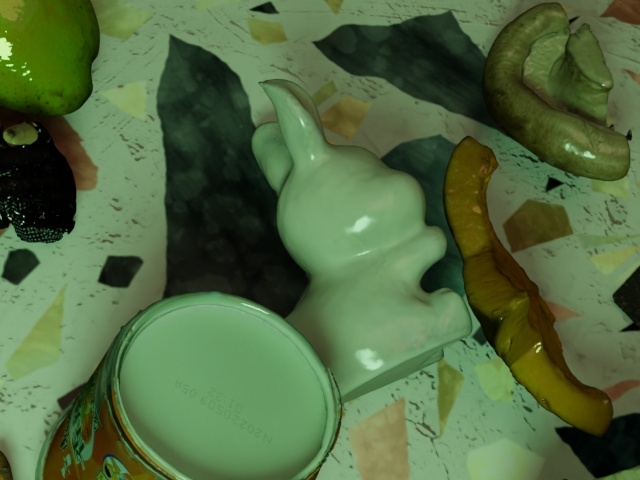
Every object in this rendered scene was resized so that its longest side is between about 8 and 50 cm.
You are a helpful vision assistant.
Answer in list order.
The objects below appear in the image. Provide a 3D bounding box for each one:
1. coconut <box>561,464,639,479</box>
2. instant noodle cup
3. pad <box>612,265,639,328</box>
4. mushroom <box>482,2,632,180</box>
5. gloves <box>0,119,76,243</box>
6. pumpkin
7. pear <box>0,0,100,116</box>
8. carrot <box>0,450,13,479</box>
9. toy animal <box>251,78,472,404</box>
[{"bbox_3d":[0.400,0.400,1.117,0.404,0.404,0.404,6,67,-15],"label":"coconut"},{"bbox_3d":[-0.120,0.203,1.088,0.296,0.214,0.296,14,48,-16],"label":"instant noodle cup"},{"bbox_3d":[0.566,0.134,1.483,0.220,0.004,0.330,-40,84,-27],"label":"pad"},{"bbox_3d":[0.300,-0.190,1.461,0.151,0.156,0.286,-11,60,-8],"label":"mushroom"},{"bbox_3d":[-0.320,-0.077,1.197,0.106,0.181,0.129,-4,71,-19],"label":"gloves"},{"bbox_3d":[0.228,0.060,1.282,0.258,0.095,0.290,51,20,-37],"label":"pumpkin"},{"bbox_3d":[-0.347,-0.243,1.259,0.219,0.187,0.187,38,63,-1],"label":"pear"},{"bbox_3d":[-0.306,0.335,1.092,0.061,0.061,0.257,-6,76,-19],"label":"carrot"},{"bbox_3d":[0.010,0.001,1.263,0.241,0.196,0.367,-9,74,-18],"label":"toy animal"}]
